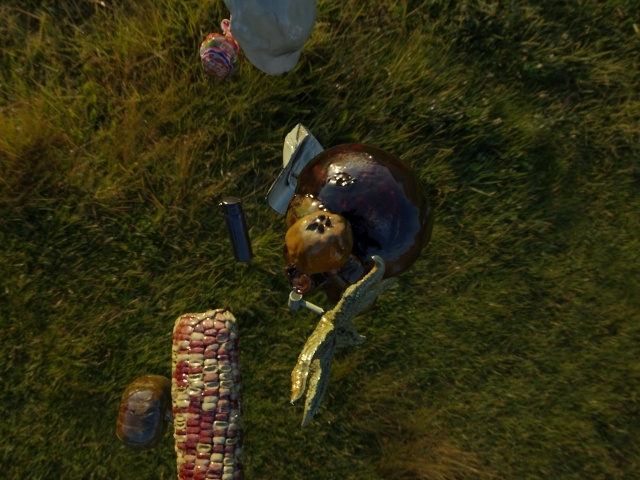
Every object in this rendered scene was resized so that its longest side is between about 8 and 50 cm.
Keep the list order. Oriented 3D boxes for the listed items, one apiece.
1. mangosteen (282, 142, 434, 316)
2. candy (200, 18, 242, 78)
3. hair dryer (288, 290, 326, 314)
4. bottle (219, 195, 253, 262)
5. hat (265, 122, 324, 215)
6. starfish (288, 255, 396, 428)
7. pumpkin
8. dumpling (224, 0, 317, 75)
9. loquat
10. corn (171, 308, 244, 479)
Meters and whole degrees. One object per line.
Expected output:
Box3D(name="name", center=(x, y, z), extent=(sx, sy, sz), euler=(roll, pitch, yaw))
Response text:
Box3D(name="mangosteen", center=(0.098, -0.031, 1.168), extent=(0.381, 0.381, 0.421), euler=(17, 58, -9))
Box3D(name="candy", center=(-0.256, -0.626, 1.386), extent=(0.124, 0.124, 0.365), euler=(20, 58, -8))
Box3D(name="hair dryer", center=(-0.036, 0.195, 1.370), extent=(0.124, 0.063, 0.038), euler=(24, 57, 6))
Box3D(name="bottle", center=(-0.295, -0.039, 1.633), extent=(0.082, 0.072, 0.244), euler=(-5, 122, 1))
Box3D(name="hat", center=(-0.083, -0.233, 1.603), extent=(0.301, 0.168, 0.258), euler=(-51, 135, -6))
Box3D(name="starfish", center=(0.035, 0.179, 0.858), extent=(0.078, 0.358, 0.347), euler=(26, 74, 16))
Box3D(name="pumpkin", center=(-0.496, 0.503, 1.357), extent=(0.162, 0.219, 0.219), euler=(12, 87, -1))
Box3D(name="dumpling", center=(-0.088, -0.401, 0.814), extent=(0.132, 0.250, 0.162), euler=(30, 85, 29))
Box3D(name="loquat", center=(0.000, 0.000, 0.853), extent=(0.137, 0.137, 0.113), euler=(-10, 68, -9))
Box3D(name="corn", center=(-0.149, 0.236, 0.628), extent=(0.098, 0.098, 0.289), euler=(-5, 75, -9))
